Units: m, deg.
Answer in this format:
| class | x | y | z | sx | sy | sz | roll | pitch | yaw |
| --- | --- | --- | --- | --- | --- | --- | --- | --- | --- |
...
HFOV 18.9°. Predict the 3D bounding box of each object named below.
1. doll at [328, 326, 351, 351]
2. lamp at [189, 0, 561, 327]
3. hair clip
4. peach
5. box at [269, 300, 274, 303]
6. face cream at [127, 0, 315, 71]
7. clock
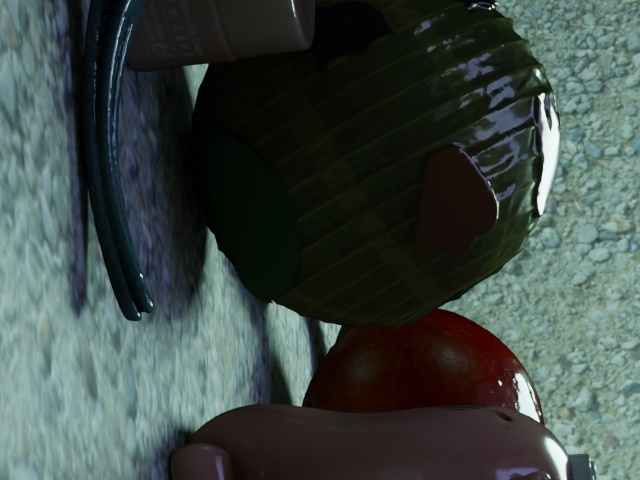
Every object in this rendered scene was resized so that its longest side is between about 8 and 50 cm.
| class | x | y | z | sx | sy | sz | roll | pitch | yaw |
| --- | --- | --- | --- | --- | --- | --- | --- | --- | --- |
| doll | 0.040 | 0.071 | 1.803 | 0.200 | 0.105 | 0.336 | -75 | 150 | -77 |
| lamp | 0.023 | -0.084 | 1.258 | 0.284 | 0.250 | 0.250 | 59 | 4 | 7 |
| hair clip | -0.100 | -0.071 | 0.980 | 0.039 | 0.070 | 0.229 | 69 | 23 | -77 |
| peach | 0.077 | 0.169 | 1.541 | 0.243 | 0.200 | 0.243 | -173 | -90 | -80 |
| box | 0.000 | 0.000 | 1.485 | 0.177 | 0.111 | 0.111 | 60 | 24 | -72 |
| face cream | -0.066 | -0.176 | 1.109 | 0.149 | 0.104 | 0.149 | -7 | 90 | -83 |
| clock | 0.046 | 0.159 | 1.158 | 0.227 | 0.241 | 0.142 | 56 | 25 | -74 |
